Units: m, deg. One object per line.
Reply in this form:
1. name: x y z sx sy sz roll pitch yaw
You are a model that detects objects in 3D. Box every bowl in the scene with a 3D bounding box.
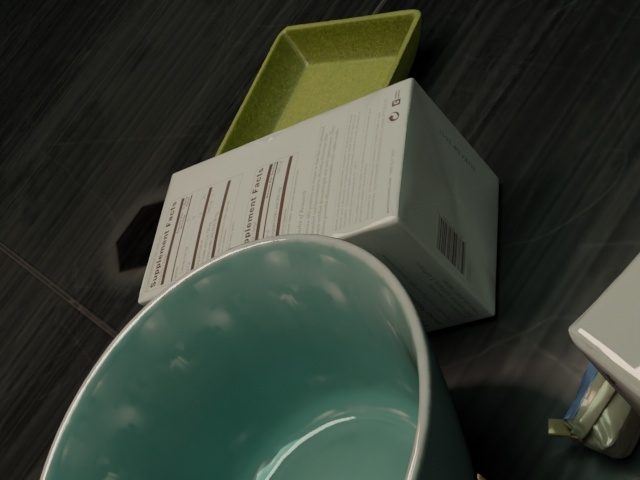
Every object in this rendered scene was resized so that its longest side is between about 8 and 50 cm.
1. bowl: -0.022 0.167 0.684 0.312 0.163 0.311 -25 44 27

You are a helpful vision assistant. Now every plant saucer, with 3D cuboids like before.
1. plant saucer: 0.003 -0.125 0.997 0.188 0.045 0.188 4 62 44

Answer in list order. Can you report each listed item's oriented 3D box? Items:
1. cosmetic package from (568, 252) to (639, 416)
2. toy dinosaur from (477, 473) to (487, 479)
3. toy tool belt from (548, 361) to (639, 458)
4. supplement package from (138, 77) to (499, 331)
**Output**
1. cosmetic package: 0.340 -0.010 0.508 0.385 0.156 0.217 -48 39 2
2. toy dinosaur: 0.107 0.209 0.564 0.064 0.112 0.211 29 116 32
3. toy tool belt: 0.177 0.091 0.653 0.051 0.052 0.083 16 69 39
4. supplement package: 0.000 0.000 0.822 0.244 0.139 0.133 -18 47 33
